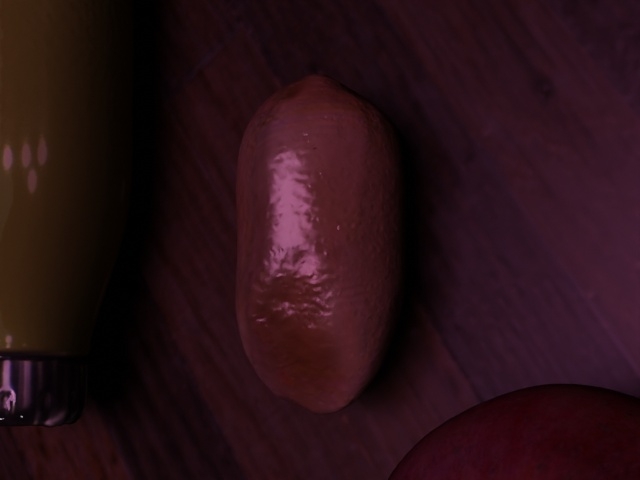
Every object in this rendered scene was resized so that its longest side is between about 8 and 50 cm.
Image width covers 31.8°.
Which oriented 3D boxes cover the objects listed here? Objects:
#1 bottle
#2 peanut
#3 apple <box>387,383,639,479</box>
[{"bbox_3d":[-0.152,-0.037,0.571,0.112,0.112,0.260,-5,81,32],"label":"bottle"},{"bbox_3d":[0.000,0.000,0.496,0.076,0.076,0.152,-4,79,32],"label":"peanut"},{"bbox_3d":[0.088,0.125,0.396,0.153,0.120,0.153,-5,82,38],"label":"apple"}]
